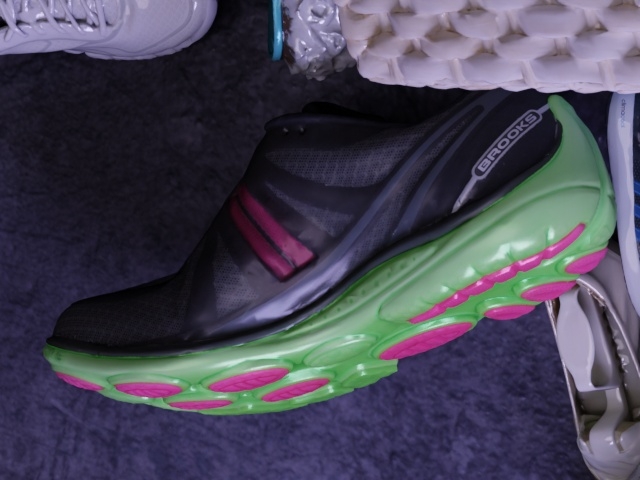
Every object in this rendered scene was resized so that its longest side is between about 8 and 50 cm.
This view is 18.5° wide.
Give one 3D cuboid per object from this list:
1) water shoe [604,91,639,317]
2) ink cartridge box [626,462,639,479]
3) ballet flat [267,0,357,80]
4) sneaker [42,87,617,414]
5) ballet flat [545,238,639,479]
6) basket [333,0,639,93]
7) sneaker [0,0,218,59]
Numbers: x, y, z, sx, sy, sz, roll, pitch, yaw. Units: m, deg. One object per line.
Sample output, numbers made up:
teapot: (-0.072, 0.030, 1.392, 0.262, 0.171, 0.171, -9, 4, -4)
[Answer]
water shoe: (0.265, -0.023, 1.471, 0.080, 0.073, 0.203, -6, 104, 24)
ink cartridge box: (0.345, 0.301, 1.475, 0.309, 0.130, 0.272, 31, 119, 1)
ballet flat: (0.009, -0.326, 1.486, 0.147, 0.147, 0.409, 5, 112, 26)
sneaker: (-0.002, 0.005, 1.532, 0.482, 0.185, 0.202, -22, 66, 21)
ballet flat: (0.223, 0.121, 1.535, 0.086, 0.086, 0.248, -10, 102, 29)
basket: (0.158, -0.283, 1.204, 0.331, 0.266, 0.328, 10, 126, 53)
sneaker: (-0.222, -0.195, 1.637, 0.292, 0.118, 0.110, 0, 105, 26)
